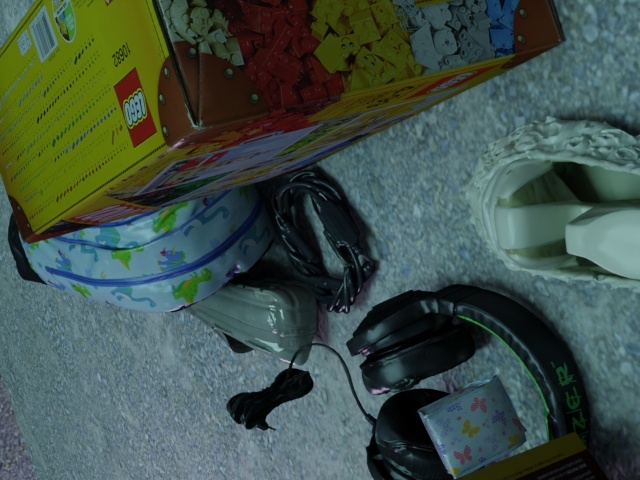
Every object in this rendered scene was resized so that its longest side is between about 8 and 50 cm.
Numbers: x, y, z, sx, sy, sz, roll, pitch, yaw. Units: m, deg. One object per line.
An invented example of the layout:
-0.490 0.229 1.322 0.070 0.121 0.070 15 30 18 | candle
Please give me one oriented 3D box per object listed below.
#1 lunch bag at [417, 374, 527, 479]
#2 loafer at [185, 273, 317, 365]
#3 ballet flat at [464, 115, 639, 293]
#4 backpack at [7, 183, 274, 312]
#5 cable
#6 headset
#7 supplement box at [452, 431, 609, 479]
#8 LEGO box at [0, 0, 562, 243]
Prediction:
0.145 0.174 1.051 0.071 0.083 0.053 63 177 -1 | lunch bag
-0.118 0.100 1.539 0.319 0.112 0.111 11 105 56 | loafer
0.226 -0.023 0.903 0.409 0.147 0.147 9 112 57 | ballet flat
-0.228 -0.033 1.493 0.355 0.290 0.273 30 142 41 | backpack
0.000 0.000 1.373 0.184 0.047 0.150 52 148 27 | cable
0.085 0.174 1.174 0.394 0.185 0.243 2 106 46 | headset
0.184 0.298 0.959 0.129 0.191 0.194 -51 61 36 | supplement box
-0.084 -0.171 1.096 0.500 0.372 0.193 -19 88 60 | LEGO box
